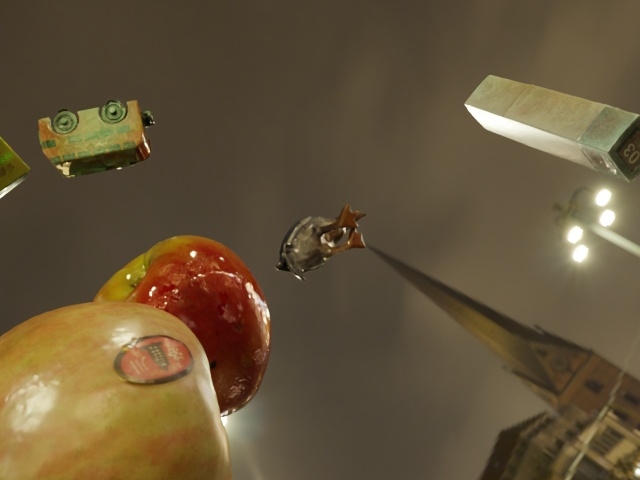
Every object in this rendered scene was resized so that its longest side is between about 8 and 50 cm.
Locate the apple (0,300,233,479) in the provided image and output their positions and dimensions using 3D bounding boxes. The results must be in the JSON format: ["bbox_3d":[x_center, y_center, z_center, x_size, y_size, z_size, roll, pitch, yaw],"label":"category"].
[{"bbox_3d":[-0.292,0.278,1.091,0.347,0.391,0.391,-11,-48,-16],"label":"apple"}]

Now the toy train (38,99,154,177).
[{"bbox_3d":[-0.364,-0.168,1.429,0.188,0.099,0.072,-11,-19,-4],"label":"toy train"}]

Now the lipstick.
[{"bbox_3d":[0.372,-0.188,1.399,0.080,0.371,0.076,41,-91,-30],"label":"lipstick"}]

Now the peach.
[{"bbox_3d":[-0.268,0.192,1.762,0.388,0.388,0.388,-33,-38,-31],"label":"peach"}]

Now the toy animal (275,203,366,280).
[{"bbox_3d":[0.000,0.000,1.977,0.298,0.185,0.122,-38,-69,-40],"label":"toy animal"}]

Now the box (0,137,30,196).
[{"bbox_3d":[-0.445,-0.066,0.988,0.193,0.121,0.030,-45,5,-32],"label":"box"}]
